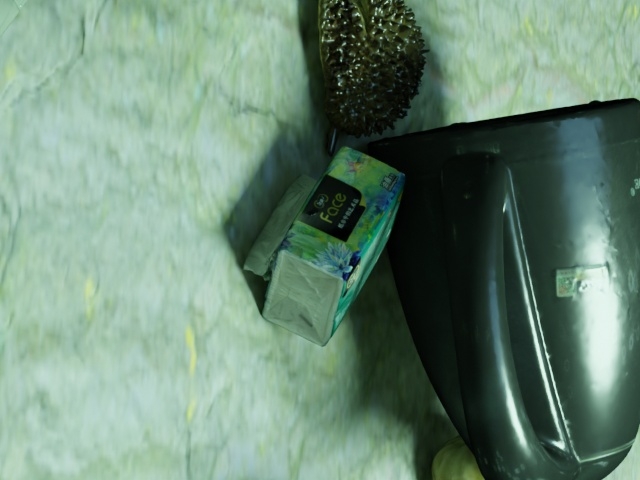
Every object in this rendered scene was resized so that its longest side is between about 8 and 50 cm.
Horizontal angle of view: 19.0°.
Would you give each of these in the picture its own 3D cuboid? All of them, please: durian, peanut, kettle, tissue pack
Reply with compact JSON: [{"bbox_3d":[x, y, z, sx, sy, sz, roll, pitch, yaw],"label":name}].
[{"bbox_3d":[0.039,-0.128,1.403,0.110,0.071,0.140,24,74,-54],"label":"durian"},{"bbox_3d":[0.154,0.199,1.554,0.187,0.082,0.082,37,59,-51],"label":"peanut"},{"bbox_3d":[0.145,0.052,1.404,0.268,0.207,0.290,-17,100,-68],"label":"kettle"},{"bbox_3d":[0.000,-0.001,1.334,0.111,0.079,0.085,-59,170,-38],"label":"tissue pack"}]

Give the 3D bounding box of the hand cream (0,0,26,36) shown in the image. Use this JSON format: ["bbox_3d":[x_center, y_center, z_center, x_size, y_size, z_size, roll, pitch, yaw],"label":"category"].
[{"bbox_3d":[-0.221,-0.086,1.027,0.080,0.050,0.234,58,39,-37],"label":"hand cream"}]
